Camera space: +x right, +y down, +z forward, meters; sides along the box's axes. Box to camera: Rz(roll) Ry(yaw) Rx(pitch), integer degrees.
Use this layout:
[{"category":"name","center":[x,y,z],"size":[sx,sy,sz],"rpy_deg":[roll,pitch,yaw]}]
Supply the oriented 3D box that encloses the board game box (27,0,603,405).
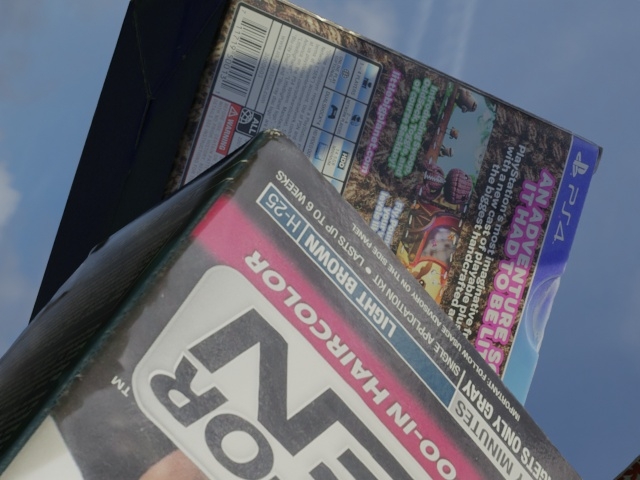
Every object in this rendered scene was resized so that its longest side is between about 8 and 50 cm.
[{"category":"board game box","center":[0.000,0.000,0.917],"size":[0.141,0.291,0.232],"rpy_deg":[11,-98,58]}]

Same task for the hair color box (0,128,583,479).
[{"category":"hair color box","center":[-0.053,0.136,0.374],"size":[0.105,0.174,0.347],"rpy_deg":[-32,-164,38]}]

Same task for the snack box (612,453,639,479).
[{"category":"snack box","center":[0.217,0.088,0.706],"size":[0.178,0.064,0.022],"rpy_deg":[-43,-158,-1]}]
